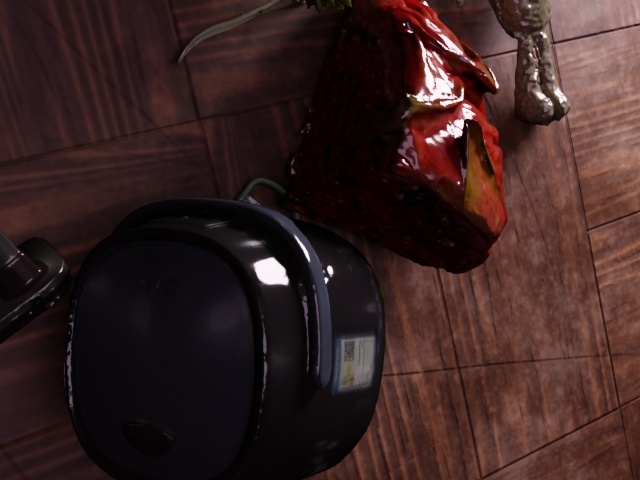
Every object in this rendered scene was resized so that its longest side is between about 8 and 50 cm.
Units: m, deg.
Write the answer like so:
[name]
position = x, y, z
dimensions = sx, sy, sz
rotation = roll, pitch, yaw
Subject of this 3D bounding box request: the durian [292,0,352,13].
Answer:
[durian]
position = -0.006, -0.365, 0.788
dimensions = 0.224, 0.291, 0.291
rotation = 2, 90, -20

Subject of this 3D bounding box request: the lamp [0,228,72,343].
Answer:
[lamp]
position = -0.361, -0.016, 0.682
dimensions = 0.203, 0.124, 0.283
rotation = -41, 107, -12

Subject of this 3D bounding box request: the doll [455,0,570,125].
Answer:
[doll]
position = 0.235, -0.290, 1.035
dimensions = 0.202, 0.091, 0.286
rotation = 8, 97, -18

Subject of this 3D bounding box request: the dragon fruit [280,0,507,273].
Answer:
[dragon fruit]
position = 0.066, -0.142, 0.895
dimensions = 0.240, 0.302, 0.330
rotation = -7, 75, -1

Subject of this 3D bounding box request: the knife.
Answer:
[knife]
position = -0.001, 0.000, 0.941
dimensions = 0.212, 0.015, 0.054
rotation = 40, 65, -23

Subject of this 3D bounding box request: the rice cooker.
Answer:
[rice cooker]
position = -0.073, 0.090, 0.756
dimensions = 0.224, 0.267, 0.267
rotation = 1, 91, -58

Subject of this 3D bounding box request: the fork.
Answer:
[fork]
position = -0.059, -0.237, 0.892
dimensions = 0.219, 0.034, 0.028
rotation = -38, 100, -23
